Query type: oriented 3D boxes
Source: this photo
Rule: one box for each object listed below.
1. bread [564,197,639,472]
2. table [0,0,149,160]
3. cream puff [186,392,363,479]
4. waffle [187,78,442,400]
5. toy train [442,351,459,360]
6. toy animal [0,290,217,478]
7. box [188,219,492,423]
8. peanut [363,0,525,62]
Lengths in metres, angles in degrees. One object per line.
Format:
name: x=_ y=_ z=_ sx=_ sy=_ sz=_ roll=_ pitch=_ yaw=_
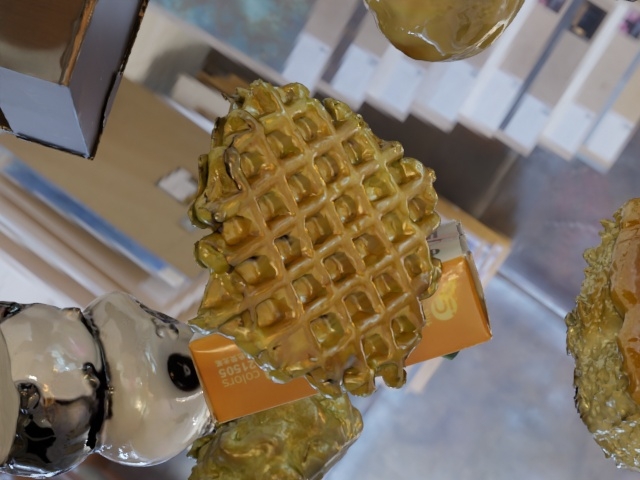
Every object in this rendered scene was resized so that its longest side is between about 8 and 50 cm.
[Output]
bread: x=0.286 y=0.085 z=1.034 sx=0.245 sy=0.174 sz=0.121 roll=-78 pitch=-166 yaw=-48
table: x=-0.332 y=-0.235 z=1.255 sx=0.250 sy=0.282 sz=0.196 roll=109 pitch=-2 yaw=-79
cream puff: x=-0.083 y=0.286 z=1.828 sx=0.282 sy=0.185 sz=0.282 roll=-43 pitch=173 yaw=-6
waffle: x=0.001 y=0.000 z=1.055 sx=0.052 sy=0.254 sz=0.245 roll=-14 pitch=-122 yaw=49
toy train: x=0.162 y=0.138 z=1.989 sx=0.044 sy=0.103 sz=0.064 roll=-54 pitch=-156 yaw=30
toy animal: x=-0.222 y=0.145 z=1.323 sx=0.235 sy=0.187 sz=0.165 roll=-3 pitch=135 yaw=-25
box: x=0.024 y=0.070 z=1.256 sx=0.273 sy=0.091 sz=0.221 roll=-18 pitch=-171 yaw=8
peanut: x=0.083 y=-0.277 z=0.876 sx=0.147 sy=0.147 sz=0.319 roll=-31 pitch=131 yaw=-57
